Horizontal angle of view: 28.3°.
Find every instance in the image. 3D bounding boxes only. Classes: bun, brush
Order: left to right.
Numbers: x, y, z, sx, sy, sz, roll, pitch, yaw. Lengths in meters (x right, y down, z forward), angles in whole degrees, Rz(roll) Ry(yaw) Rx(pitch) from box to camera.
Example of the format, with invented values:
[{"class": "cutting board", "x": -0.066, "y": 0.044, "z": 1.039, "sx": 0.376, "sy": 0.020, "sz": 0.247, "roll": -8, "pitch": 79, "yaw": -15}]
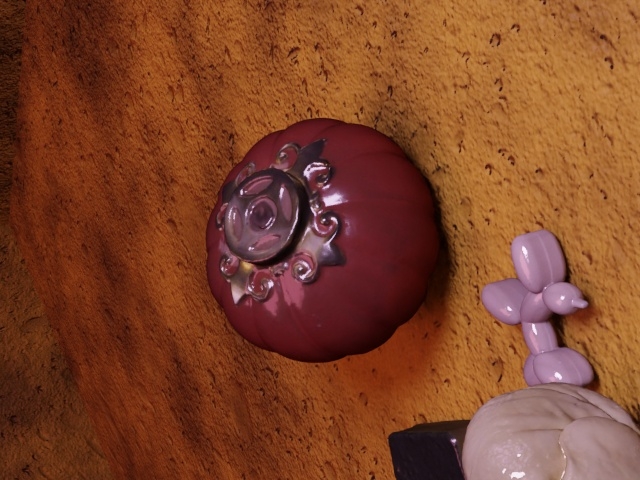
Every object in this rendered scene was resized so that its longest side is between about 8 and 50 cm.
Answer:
[{"class": "brush", "x": 0.159, "y": 0.297, "z": 1.626, "sx": 0.197, "sy": 0.059, "sz": 0.123, "roll": -22, "pitch": 81, "yaw": 64}, {"class": "bun", "x": 0.255, "y": 0.235, "z": 1.220, "sx": 0.160, "sy": 0.259, "sz": 0.259, "roll": -50, "pitch": 51, "yaw": 17}]

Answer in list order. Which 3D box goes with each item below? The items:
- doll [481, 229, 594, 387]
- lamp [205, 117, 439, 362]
[{"class": "doll", "x": 0.239, "y": 0.090, "z": 1.364, "sx": 0.160, "sy": 0.059, "sz": 0.161, "roll": 62, "pitch": 150, "yaw": 29}, {"class": "lamp", "x": 0.000, "y": 0.000, "z": 1.557, "sx": 0.303, "sy": 0.257, "sz": 0.303, "roll": -10, "pitch": 70, "yaw": 30}]
